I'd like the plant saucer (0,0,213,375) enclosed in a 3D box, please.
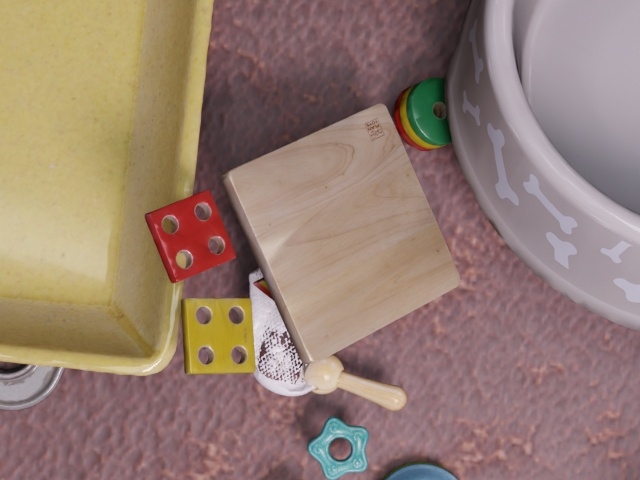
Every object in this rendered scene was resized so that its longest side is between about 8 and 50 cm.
[{"bbox_3d":[-0.242,-0.089,1.263,0.332,0.081,0.333,6,81,-3],"label":"plant saucer"}]

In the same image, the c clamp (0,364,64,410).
[{"bbox_3d":[-0.224,0.042,1.306,0.137,0.022,0.161,30,89,-2],"label":"c clamp"}]

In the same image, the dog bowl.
[{"bbox_3d":[0.254,-0.116,1.239,0.348,0.102,0.349,0,71,1],"label":"dog bowl"}]

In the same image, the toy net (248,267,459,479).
[{"bbox_3d":[0.004,0.126,1.308,0.122,0.045,0.232,-30,89,-1],"label":"toy net"}]

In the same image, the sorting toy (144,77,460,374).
[{"bbox_3d":[0.000,0.000,1.261,0.274,0.046,0.132,-27,95,-33],"label":"sorting toy"}]
